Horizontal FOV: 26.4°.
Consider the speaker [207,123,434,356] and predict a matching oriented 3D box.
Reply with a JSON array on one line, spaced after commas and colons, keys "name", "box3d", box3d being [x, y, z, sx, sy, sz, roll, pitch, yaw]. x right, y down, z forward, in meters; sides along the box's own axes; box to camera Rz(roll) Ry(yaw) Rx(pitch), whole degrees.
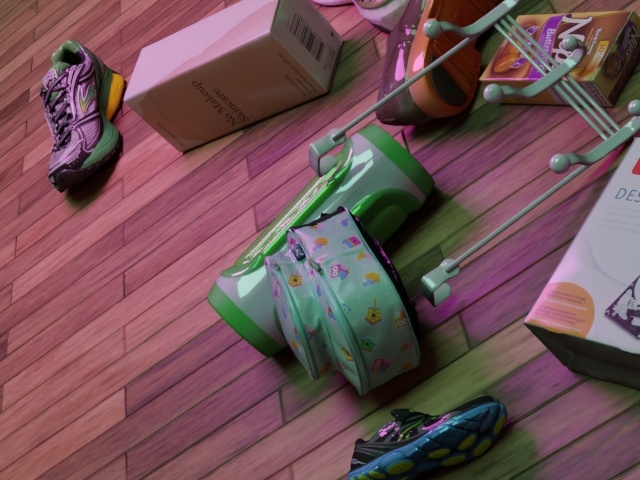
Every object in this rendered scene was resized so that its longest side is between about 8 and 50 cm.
[{"name": "speaker", "box3d": [0.000, 0.000, 1.665, 0.296, 0.131, 0.131, -46, 33, 0]}]

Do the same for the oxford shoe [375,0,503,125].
[{"name": "oxford shoe", "box3d": [0.153, -0.310, 1.829, 0.133, 0.130, 0.363, -17, 42, 46]}]

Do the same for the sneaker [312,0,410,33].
[{"name": "sneaker", "box3d": [0.031, -0.453, 2.061, 0.158, 0.182, 0.410, -49, 33, -3]}]

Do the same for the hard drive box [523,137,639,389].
[{"name": "hard drive box", "box3d": [0.333, 0.025, 1.301, 0.181, 0.089, 0.232, 12, 64, 52]}]

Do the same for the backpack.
[{"name": "backpack", "box3d": [0.028, 0.076, 1.508, 0.144, 0.166, 0.188, -27, 41, -14]}]

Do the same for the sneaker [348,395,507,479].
[{"name": "sneaker", "box3d": [0.103, 0.197, 1.393, 0.188, 0.067, 0.078, -29, 43, 29]}]

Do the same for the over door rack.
[{"name": "over door rack", "box3d": [0.167, -0.119, 1.519, 0.324, 0.108, 0.239, -41, 67, 4]}]

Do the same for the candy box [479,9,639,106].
[{"name": "candy box", "box3d": [0.293, -0.219, 1.640, 0.187, 0.053, 0.109, 9, 61, 50]}]

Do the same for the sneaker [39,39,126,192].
[{"name": "sneaker", "box3d": [-0.438, -0.216, 2.368, 0.134, 0.146, 0.343, -32, 36, 21]}]

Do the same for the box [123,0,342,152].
[{"name": "box", "box3d": [-0.136, -0.261, 2.080, 0.311, 0.148, 0.121, -20, 42, 37]}]
